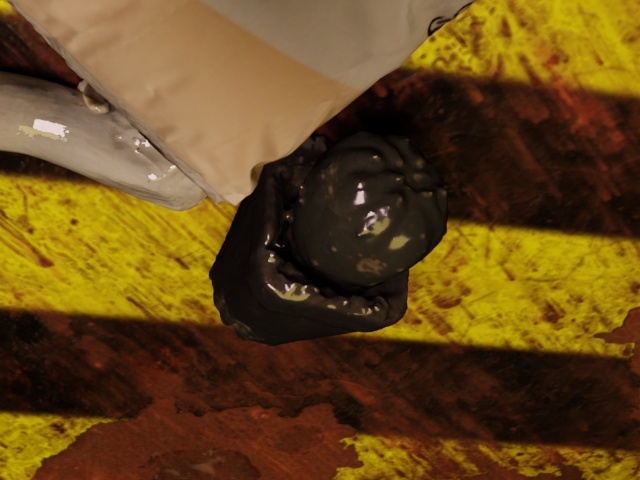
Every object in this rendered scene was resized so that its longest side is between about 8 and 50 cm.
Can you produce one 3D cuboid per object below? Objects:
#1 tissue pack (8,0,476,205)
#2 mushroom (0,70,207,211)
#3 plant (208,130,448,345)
[{"bbox_3d":[-0.041,-0.244,0.822,0.375,0.195,0.390,-39,130,14],"label":"tissue pack"},{"bbox_3d":[-0.196,-0.085,1.038,0.278,0.096,0.099,12,134,-14],"label":"mushroom"},{"bbox_3d":[0.000,0.000,1.113,0.142,0.164,0.256,20,143,-27],"label":"plant"}]
